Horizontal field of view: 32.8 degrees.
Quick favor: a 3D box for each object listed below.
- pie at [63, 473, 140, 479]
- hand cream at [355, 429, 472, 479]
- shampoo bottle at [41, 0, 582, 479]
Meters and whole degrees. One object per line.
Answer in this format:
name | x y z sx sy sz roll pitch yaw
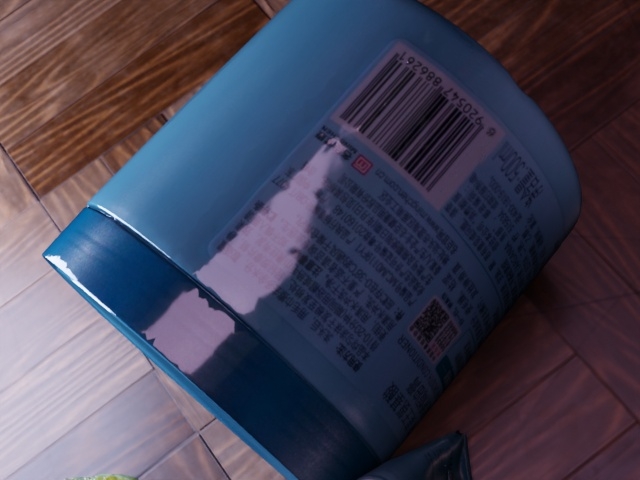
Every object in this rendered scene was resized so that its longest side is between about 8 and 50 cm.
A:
pie | -0.195 0.287 0.948 0.241 0.054 0.240 -5 26 3
hand cream | 0.084 0.208 0.892 0.048 0.224 0.083 -15 80 28
shampoo bottle | 0.000 0.000 0.940 0.331 0.331 0.342 37 78 23
